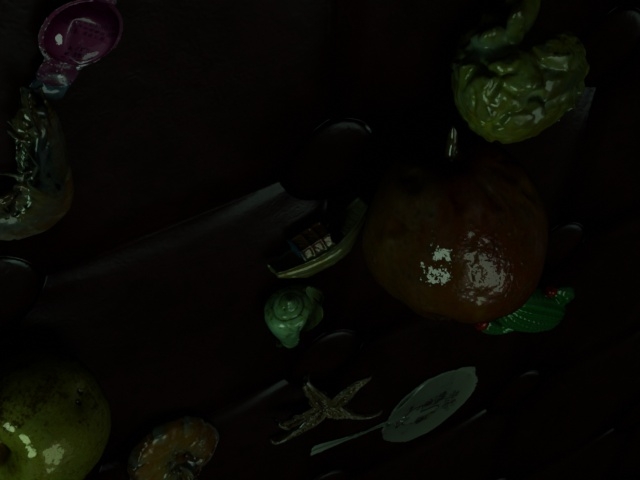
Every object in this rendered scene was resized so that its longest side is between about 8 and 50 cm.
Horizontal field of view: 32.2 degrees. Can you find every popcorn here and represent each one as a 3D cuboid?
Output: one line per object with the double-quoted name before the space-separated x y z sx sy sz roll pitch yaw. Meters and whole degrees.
"popcorn" 0.266 -0.238 1.500 0.198 0.198 0.212 -22 108 -21

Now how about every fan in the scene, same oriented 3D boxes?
"fan" 0.156 0.368 2.257 0.415 0.012 0.233 -17 141 -27

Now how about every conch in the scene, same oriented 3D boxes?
"conch" -0.036 0.119 1.739 0.106 0.079 0.170 -23 160 -9

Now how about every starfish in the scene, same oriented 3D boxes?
"starfish" 0.009 0.308 2.019 0.238 0.057 0.213 11 132 -43

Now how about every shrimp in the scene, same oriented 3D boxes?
"shrimp" -0.345 -0.079 1.237 0.143 0.052 0.251 -16 142 -24
"shrimp" -0.235 0.393 1.898 0.164 0.062 0.317 -31 144 -13

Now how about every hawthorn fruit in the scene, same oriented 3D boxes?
"hawthorn fruit" 0.189 -0.037 1.580 0.277 0.277 0.298 -25 132 -17

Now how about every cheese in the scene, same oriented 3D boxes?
"cheese" -0.261 -0.204 1.172 0.095 0.038 0.145 7 133 -44

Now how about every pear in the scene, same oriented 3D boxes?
"pear" -0.370 0.238 1.479 0.197 0.197 0.197 -24 144 -18

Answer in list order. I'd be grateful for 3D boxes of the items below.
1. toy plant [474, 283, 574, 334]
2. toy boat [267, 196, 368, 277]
"toy plant" 0.371 0.132 2.101 0.240 0.088 0.154 -7 151 -27
"toy boat" 0.000 0.000 1.633 0.172 0.065 0.066 -34 127 -8
